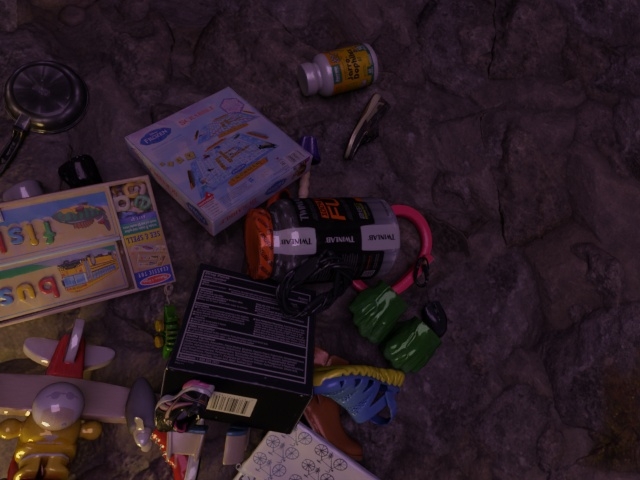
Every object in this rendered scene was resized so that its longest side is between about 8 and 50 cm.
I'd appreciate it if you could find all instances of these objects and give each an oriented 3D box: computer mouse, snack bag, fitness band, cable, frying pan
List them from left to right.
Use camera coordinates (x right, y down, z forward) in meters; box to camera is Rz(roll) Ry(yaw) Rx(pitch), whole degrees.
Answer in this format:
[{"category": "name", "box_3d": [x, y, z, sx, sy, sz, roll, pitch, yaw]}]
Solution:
[{"category": "frying pan", "box_3d": [-0.734, -0.325, 1.159, 0.326, 0.053, 0.197, -43, 92, -18]}, {"category": "snack bag", "box_3d": [-0.060, 0.619, 1.115, 0.323, 0.037, 0.342, 37, 98, -4]}, {"category": "cable", "box_3d": [-0.014, 0.104, 1.037, 0.184, 0.047, 0.150, -45, 135, 9]}, {"category": "fitness band", "box_3d": [0.191, 0.032, 1.312, 0.291, 0.054, 0.209, -43, 90, -16]}, {"category": "computer mouse", "box_3d": [0.306, 0.160, 1.289, 0.071, 0.041, 0.242, -22, 104, -21]}]

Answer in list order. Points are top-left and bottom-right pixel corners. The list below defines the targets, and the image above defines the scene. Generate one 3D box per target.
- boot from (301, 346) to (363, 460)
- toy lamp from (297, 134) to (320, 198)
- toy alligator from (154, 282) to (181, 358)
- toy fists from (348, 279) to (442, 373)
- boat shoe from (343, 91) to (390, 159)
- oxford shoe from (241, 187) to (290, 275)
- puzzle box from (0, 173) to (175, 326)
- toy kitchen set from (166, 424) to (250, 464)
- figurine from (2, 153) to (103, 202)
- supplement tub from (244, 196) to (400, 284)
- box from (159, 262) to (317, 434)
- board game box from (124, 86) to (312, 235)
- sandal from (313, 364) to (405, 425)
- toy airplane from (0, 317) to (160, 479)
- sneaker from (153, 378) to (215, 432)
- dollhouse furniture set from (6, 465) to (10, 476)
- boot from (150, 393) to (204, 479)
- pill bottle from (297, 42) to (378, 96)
[{"category": "boot", "box_3d": [0.024, 0.412, 1.201, 0.283, 0.109, 0.220, 30, 67, -7]}, {"category": "toy lamp", "box_3d": [-0.045, -0.147, 1.271, 0.080, 0.080, 0.275, 8, 83, -11]}, {"category": "toy alligator", "box_3d": [-0.363, 0.200, 1.138, 0.056, 0.051, 0.190, -1, 98, -44]}, {"category": "toy fists", "box_3d": [0.188, 0.235, 1.240, 0.142, 0.096, 0.279, -45, 108, -6]}, {"category": "boat shoe", "box_3d": [0.136, -0.318, 1.333, 0.073, 0.080, 0.224, 27, 73, -2]}, {"category": "oxford shoe", "box_3d": [-0.162, -0.014, 1.232, 0.098, 0.097, 0.271, 16, 86, 27]}, {"category": "puzzle box", "box_3d": [-0.571, 0.020, 1.084, 0.408, 0.052, 0.272, -15, 105, -18]}, {"category": "toy kitchen set", "box_3d": [-0.245, 0.416, 1.081, 0.166, 0.207, 0.122, 7, 80, -3]}, {"category": "figurine", "box_3d": [-0.602, -0.067, 1.131, 0.215, 0.092, 0.209, -30, 93, -14]}, {"category": "supplement tub", "box_3d": [0.000, 0.000, 1.124, 0.338, 0.207, 0.207, -3, 83, -22]}, {"category": "box", "box_3d": [-0.172, 0.241, 1.064, 0.296, 0.183, 0.294, 15, 40, -10]}, {"category": "board game box", "box_3d": [-0.242, -0.208, 1.150, 0.318, 0.066, 0.318, 42, 59, 17]}, {"category": "sandal", "box_3d": [0.098, 0.372, 1.132, 0.317, 0.126, 0.138, 21, 66, -40]}, {"category": "toy airplane", "box_3d": [-0.526, 0.331, 0.948, 0.384, 0.272, 0.386, 51, 46, 5]}, {"category": "sneaker", "box_3d": [-0.275, 0.337, 0.907, 0.072, 0.178, 0.077, 29, 36, -21]}, {"category": "dollhouse furniture set", "box_3d": [-0.623, 0.575, 1.059, 0.151, 0.123, 0.144, 32, 73, -42]}, {"category": "boot", "box_3d": [-0.367, 0.486, 1.102, 0.176, 0.088, 0.244, 5, 73, -11]}, {"category": "pill bottle", "box_3d": [0.046, -0.472, 1.316, 0.208, 0.117, 0.118, -18, 86, -15]}]
